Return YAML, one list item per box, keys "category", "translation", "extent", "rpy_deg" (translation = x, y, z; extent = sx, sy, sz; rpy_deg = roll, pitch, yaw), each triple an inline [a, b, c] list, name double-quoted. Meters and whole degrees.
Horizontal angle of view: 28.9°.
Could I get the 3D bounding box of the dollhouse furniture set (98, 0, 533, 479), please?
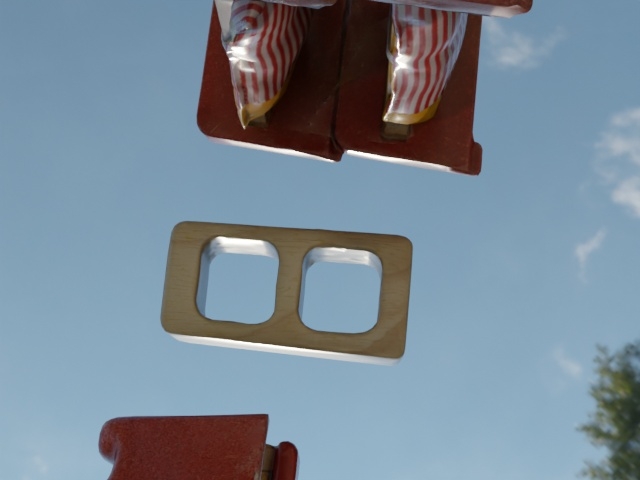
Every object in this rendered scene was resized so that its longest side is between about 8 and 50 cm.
- category: "dollhouse furniture set"
  translation: [0.000, 0.000, 0.549]
  extent: [0.152, 0.201, 0.374]
  rpy_deg: [5, -104, 3]
